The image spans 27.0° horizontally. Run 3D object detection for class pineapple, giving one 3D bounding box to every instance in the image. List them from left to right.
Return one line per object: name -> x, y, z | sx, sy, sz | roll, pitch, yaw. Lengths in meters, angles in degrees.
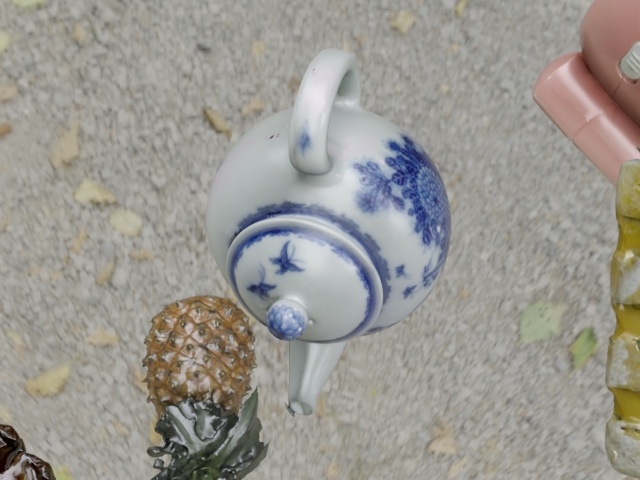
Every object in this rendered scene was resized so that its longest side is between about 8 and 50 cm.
pineapple -> -0.145, 0.241, 1.666 | 0.165, 0.165, 0.364 | -3, 47, -4

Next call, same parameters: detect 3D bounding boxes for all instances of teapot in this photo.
teapot -> 0.000, 0.000, 1.346 | 0.252, 0.424, 0.280 | 12, 41, 11

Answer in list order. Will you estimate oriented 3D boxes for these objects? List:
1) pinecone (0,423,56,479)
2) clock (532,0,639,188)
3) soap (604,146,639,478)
pinecone -> -0.362, 0.275, 1.271 | 0.246, 0.292, 0.246 | -5, 110, -13
clock -> 0.271, -0.151, 0.794 | 0.227, 0.241, 0.142 | -37, 76, -24
soap -> 0.271, 0.048, 0.619 | 0.089, 0.274, 0.173 | -8, 102, -46
